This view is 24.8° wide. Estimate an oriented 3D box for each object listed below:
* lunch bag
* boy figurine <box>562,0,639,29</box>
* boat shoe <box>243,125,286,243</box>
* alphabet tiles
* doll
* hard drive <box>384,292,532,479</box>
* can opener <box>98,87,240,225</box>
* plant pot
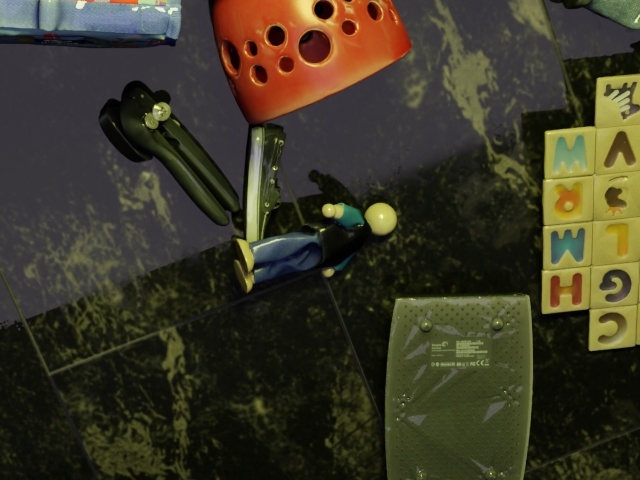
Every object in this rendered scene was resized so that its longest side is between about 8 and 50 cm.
[{"bbox_3d":[-0.245,-0.241,1.402,0.221,0.293,0.138,3,105,-6],"label":"lunch bag"},{"bbox_3d":[0.409,-0.260,1.572,0.285,0.092,0.177,14,101,-6],"label":"boy figurine"},{"bbox_3d":[-0.062,-0.054,1.603,0.040,0.049,0.142,3,103,-7],"label":"boat shoe"},{"bbox_3d":[0.391,-0.031,1.643,0.285,0.011,0.342,-6,117,-5],"label":"alphabet tiles"},{"bbox_3d":[0.000,0.000,1.602,0.189,0.046,0.129,-17,146,-18],"label":"doll"},{"bbox_3d":[0.157,0.180,1.688,0.172,0.054,0.254,-1,106,-5],"label":"hard drive"},{"bbox_3d":[-0.155,-0.092,1.586,0.186,0.073,0.059,43,59,-18],"label":"can opener"},{"bbox_3d":[-0.023,-0.234,1.486,0.191,0.191,0.174,-23,100,1],"label":"plant pot"}]
